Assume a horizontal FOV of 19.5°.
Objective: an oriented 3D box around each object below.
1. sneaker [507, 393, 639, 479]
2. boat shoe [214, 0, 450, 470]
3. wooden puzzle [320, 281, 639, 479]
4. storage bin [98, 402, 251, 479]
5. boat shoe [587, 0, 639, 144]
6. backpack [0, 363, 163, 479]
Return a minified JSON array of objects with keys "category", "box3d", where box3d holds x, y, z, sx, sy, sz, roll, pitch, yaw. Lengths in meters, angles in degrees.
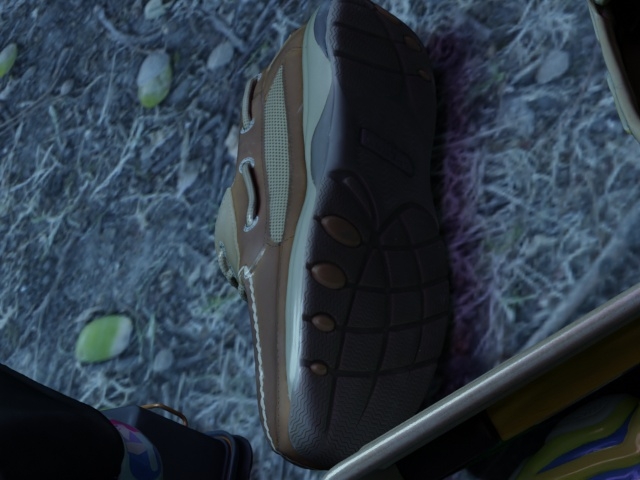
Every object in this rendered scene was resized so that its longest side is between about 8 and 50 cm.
[{"category":"sneaker","box3d":[0.188,0.120,0.875,0.240,0.091,0.126,-41,45,15]},{"category":"boat shoe","box3d":[0.000,0.000,1.119,0.116,0.123,0.324,-27,41,36]},{"category":"wooden puzzle","box3d":[0.126,0.060,0.905,0.239,0.221,0.044,-38,78,20]},{"category":"storage bin","box3d":[-0.124,0.141,1.147,0.135,0.091,0.098,-11,57,37]},{"category":"boat shoe","box3d":[0.196,-0.151,1.041,0.109,0.098,0.302,-25,49,29]},{"category":"backpack","box3d":[-0.216,0.187,1.032,0.225,0.191,0.253,19,99,36]}]
